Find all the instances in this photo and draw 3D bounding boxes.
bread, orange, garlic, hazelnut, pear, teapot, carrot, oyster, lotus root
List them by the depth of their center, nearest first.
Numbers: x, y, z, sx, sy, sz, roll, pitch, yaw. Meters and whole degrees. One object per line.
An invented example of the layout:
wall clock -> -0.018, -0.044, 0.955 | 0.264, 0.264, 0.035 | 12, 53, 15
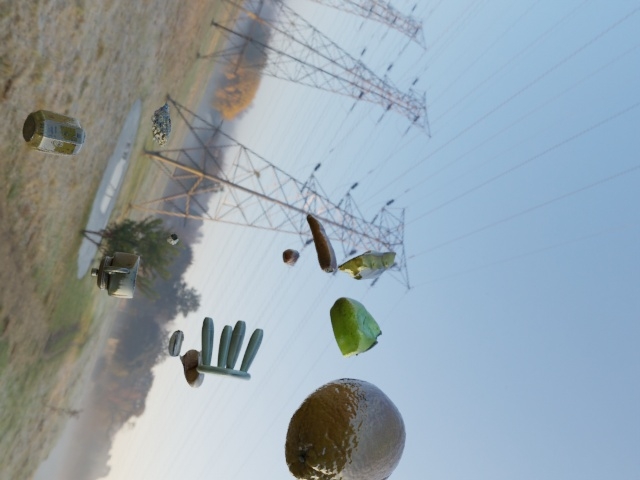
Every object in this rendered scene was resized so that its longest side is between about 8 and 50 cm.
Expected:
orange -> 0.064, 0.559, 1.354 | 0.321, 0.356, 0.323 | 4, -84, 42
lotus root -> -0.435, 0.307, 1.438 | 0.037, 0.030, 0.084 | 14, 90, -70
carrot -> 0.000, 0.000, 1.467 | 0.059, 0.059, 0.248 | -56, -142, 36
oyster -> -0.570, -0.414, 1.728 | 0.105, 0.056, 0.177 | -73, -174, -54
bread -> 0.184, 0.098, 1.866 | 0.160, 0.232, 0.088 | -40, -121, 37
garlic -> -0.514, 0.517, 1.949 | 0.124, 0.098, 0.175 | 80, 3, -46
teapot -> -0.842, 0.137, 1.952 | 0.267, 0.175, 0.186 | 148, -53, -65
hazelnut -> -0.131, 0.074, 2.136 | 0.086, 0.086, 0.086 | -55, -156, 38
pear -> 0.159, 0.381, 2.263 | 0.159, 0.292, 0.293 | -28, -143, 23

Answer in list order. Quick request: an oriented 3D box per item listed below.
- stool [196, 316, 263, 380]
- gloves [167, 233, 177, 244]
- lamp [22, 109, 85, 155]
stool -> -0.327, 0.395, 1.729 | 0.195, 0.195, 0.199 | 47, 51, -59
gloves -> -0.524, -0.008, 1.690 | 0.044, 0.037, 0.081 | 63, -20, 6
lamp -> -1.005, -0.404, 1.807 | 0.161, 0.185, 0.162 | -5, -98, 36
